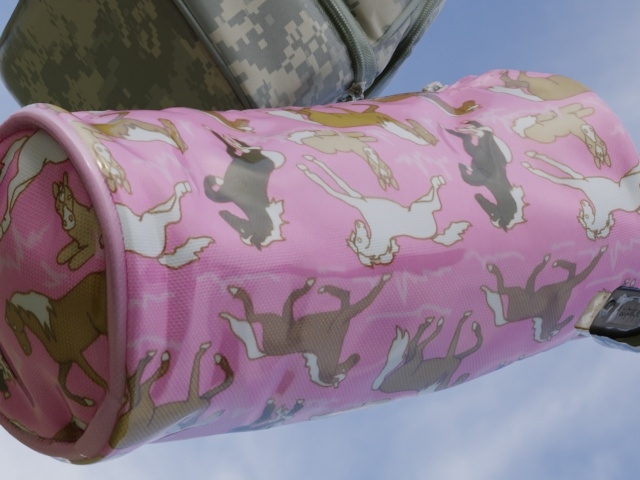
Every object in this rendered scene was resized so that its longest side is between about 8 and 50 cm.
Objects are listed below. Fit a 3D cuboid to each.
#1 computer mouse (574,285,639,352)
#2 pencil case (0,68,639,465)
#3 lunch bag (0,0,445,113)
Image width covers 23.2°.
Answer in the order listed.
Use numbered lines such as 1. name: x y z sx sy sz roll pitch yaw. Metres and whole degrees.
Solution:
1. computer mouse: 0.182 0.016 0.633 0.262 0.184 0.060 -146 -141 -74
2. pencil case: 0.000 0.000 0.796 0.167 0.386 0.160 21 -68 44
3. lunch bag: -0.048 -0.157 1.087 0.212 0.256 0.305 52 -30 1
